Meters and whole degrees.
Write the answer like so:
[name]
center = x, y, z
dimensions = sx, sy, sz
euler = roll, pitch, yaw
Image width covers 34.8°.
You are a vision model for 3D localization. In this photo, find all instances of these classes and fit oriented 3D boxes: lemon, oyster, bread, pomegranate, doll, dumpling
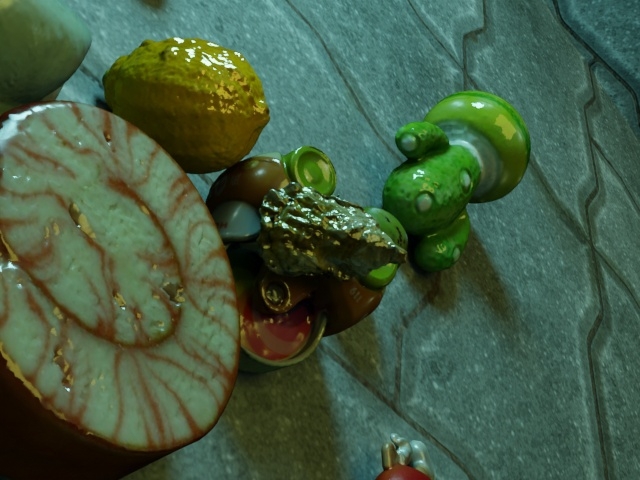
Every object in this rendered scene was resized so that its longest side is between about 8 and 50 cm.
[lemon]
center = -0.144, -0.142, 1.068
dimensions = 0.187, 0.142, 0.142
euler = 17, 32, 8
[oyster]
center = 0.000, 0.000, 1.046
dimensions = 0.146, 0.121, 0.045
euler = 51, -6, -11
[bread]
center = -0.197, 0.043, 0.853
dimensions = 0.295, 0.114, 0.327
euler = 38, 37, -36
[pomegranate]
center = 0.043, -0.003, 1.296
dimensions = 0.142, 0.114, 0.114
euler = 45, 23, 22
[doll]
center = 0.107, 0.305, 1.141
dimensions = 0.217, 0.085, 0.183
euler = 10, 57, -65
[dumpling]
center = -0.291, -0.169, 0.926
dimensions = 0.105, 0.149, 0.217
euler = 37, 5, 19

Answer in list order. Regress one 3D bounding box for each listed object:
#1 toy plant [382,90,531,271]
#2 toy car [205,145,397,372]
[toy plant]
center = 0.198, -0.104, 1.567
dimensions = 0.316, 0.184, 0.224
euler = -47, 125, -49
[toy car]
center = -0.052, 0.033, 1.093
dimensions = 0.235, 0.145, 0.235
euler = 17, 62, -36
